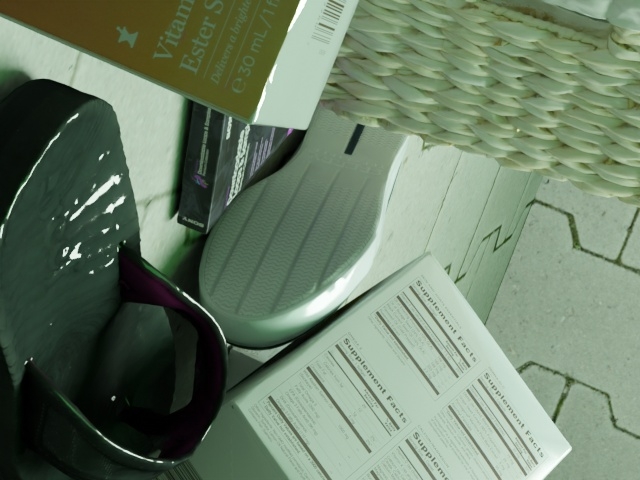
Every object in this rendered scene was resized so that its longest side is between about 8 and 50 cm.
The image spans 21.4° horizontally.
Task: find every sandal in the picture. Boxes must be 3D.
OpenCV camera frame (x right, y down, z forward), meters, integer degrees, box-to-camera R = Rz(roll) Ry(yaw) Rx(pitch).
[{"bbox_3d":[-0.126,0.074,1.011,0.168,0.107,0.446,-62,166,-21],"label":"sandal"}]

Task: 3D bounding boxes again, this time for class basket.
[{"bbox_3d":[0.189,-0.233,1.215,0.266,0.328,0.331,97,13,-58],"label":"basket"}]

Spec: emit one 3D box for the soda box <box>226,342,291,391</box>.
[{"bbox_3d":[-0.068,0.193,1.529,0.069,0.074,0.216,-38,149,-66],"label":"soda box"}]

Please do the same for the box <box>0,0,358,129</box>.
[{"bbox_3d":[-0.068,-0.138,0.732,0.091,0.170,0.130,-10,122,-76],"label":"box"}]

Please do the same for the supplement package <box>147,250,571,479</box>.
[{"bbox_3d":[0.013,0.177,1.303,0.199,0.198,0.262,-36,179,44],"label":"supplement package"}]

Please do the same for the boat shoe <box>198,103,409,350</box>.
[{"bbox_3d":[0.000,0.000,1.359,0.335,0.121,0.119,-55,158,-50],"label":"boat shoe"}]

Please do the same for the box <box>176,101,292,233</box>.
[{"bbox_3d":[-0.049,-0.094,1.206,0.162,0.029,0.116,-52,161,-45],"label":"box"}]
